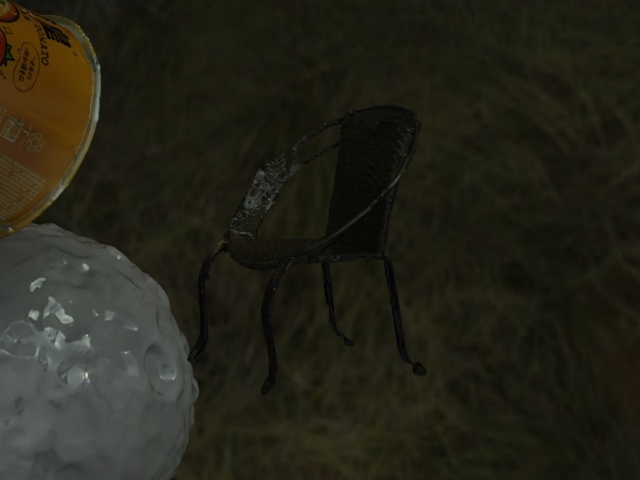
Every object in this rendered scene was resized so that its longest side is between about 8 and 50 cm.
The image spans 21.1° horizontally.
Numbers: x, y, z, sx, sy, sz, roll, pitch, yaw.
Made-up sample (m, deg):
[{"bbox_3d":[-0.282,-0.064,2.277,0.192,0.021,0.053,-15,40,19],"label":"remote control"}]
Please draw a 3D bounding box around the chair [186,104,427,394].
[{"bbox_3d":[0.000,0.000,1.309,0.149,0.174,0.213,1,97,-30],"label":"chair"}]

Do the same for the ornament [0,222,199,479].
[{"bbox_3d":[-0.289,0.151,1.645,0.337,0.337,0.337,2,119,4],"label":"ornament"}]

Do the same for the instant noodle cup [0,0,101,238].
[{"bbox_3d":[-0.313,-0.124,1.411,0.215,0.216,0.172,-33,143,21],"label":"instant noodle cup"}]
